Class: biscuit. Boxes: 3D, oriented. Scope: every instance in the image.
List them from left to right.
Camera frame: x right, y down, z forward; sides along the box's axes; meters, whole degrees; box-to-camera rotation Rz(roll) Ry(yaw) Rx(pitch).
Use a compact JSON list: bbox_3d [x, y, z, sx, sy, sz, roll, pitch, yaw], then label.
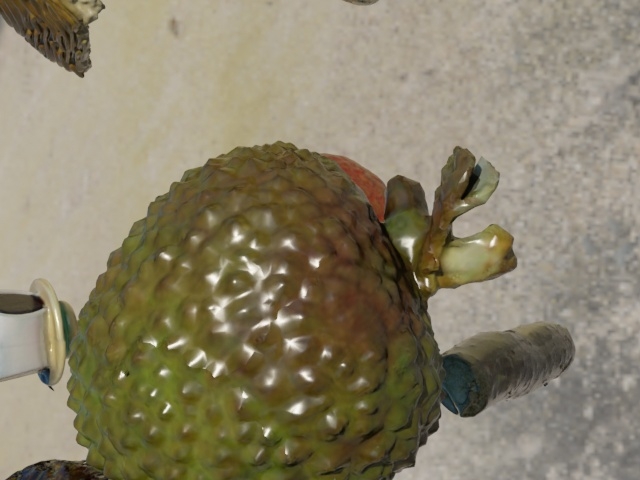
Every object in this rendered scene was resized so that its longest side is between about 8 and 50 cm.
[{"bbox_3d":[-0.302,-0.252,1.408,0.176,0.228,0.031,16,66,31],"label":"biscuit"}]

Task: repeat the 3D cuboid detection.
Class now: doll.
[{"bbox_3d":[-0.419,0.135,1.494,0.271,0.208,0.144,-31,-62,-71],"label":"doll"}]

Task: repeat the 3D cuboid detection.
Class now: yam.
[{"bbox_3d":[0.187,0.121,1.235,0.071,0.317,0.067,48,111,17],"label":"yam"}]

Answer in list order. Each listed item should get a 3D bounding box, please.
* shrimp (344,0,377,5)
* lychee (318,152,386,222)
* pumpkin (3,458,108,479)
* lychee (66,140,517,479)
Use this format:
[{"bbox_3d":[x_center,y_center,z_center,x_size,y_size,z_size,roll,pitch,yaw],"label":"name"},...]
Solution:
[{"bbox_3d":[0.092,-0.515,1.645,0.445,0.085,0.272,-56,49,47],"label":"shrimp"},{"bbox_3d":[0.000,0.000,1.832,0.255,0.300,0.255,-45,33,40],"label":"lychee"},{"bbox_3d":[-0.238,0.318,1.161,0.159,0.238,0.238,46,-145,-65],"label":"pumpkin"},{"bbox_3d":[-0.029,0.063,0.893,0.270,0.320,0.270,41,153,26],"label":"lychee"}]
